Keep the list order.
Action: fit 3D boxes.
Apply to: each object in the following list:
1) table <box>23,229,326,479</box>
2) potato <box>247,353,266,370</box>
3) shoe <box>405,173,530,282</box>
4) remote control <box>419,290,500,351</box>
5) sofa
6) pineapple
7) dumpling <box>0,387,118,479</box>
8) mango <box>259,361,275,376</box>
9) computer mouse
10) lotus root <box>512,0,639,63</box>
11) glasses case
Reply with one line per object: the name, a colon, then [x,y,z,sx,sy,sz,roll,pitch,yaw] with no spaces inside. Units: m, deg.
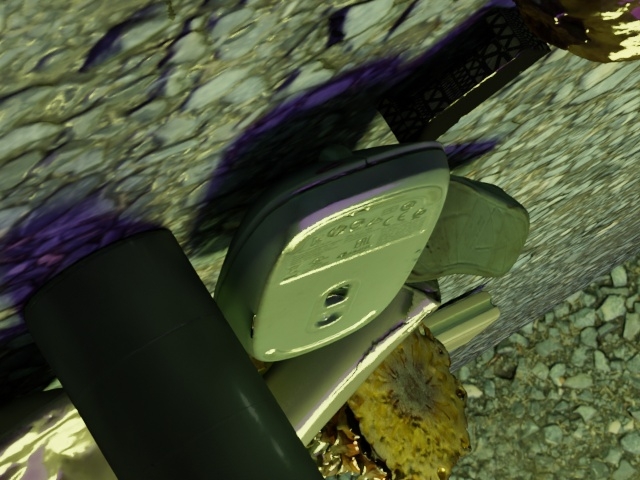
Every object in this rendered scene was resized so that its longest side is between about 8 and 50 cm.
table: [-0.103,0.115,1.093,0.126,0.220,0.126,-31,168,-8]
potato: [-0.103,0.110,1.455,0.096,0.066,0.103,-19,177,16]
shoe: [0.094,-0.014,1.403,0.100,0.103,0.251,14,-174,39]
remote control: [0.130,0.155,2.249,0.277,0.055,0.103,-22,165,-32]
sofa: [0.101,-0.116,1.097,0.118,0.039,0.060,-38,168,27]
pineapple: [0.012,0.239,1.981,0.272,0.262,0.262,-24,175,37]
dumpling: [-0.251,0.237,1.231,0.395,0.233,0.315,-47,168,14]
mango: [-0.079,0.216,1.812,0.233,0.125,0.111,-57,-170,47]
computer mouse: [-0.003,-0.005,1.159,0.159,0.097,0.288,-18,156,-19]
lotus root: [0.222,-0.194,0.862,0.260,0.128,0.145,-33,159,2]
glasses case: [-0.001,0.127,1.521,0.308,0.083,0.128,-50,-176,18]
